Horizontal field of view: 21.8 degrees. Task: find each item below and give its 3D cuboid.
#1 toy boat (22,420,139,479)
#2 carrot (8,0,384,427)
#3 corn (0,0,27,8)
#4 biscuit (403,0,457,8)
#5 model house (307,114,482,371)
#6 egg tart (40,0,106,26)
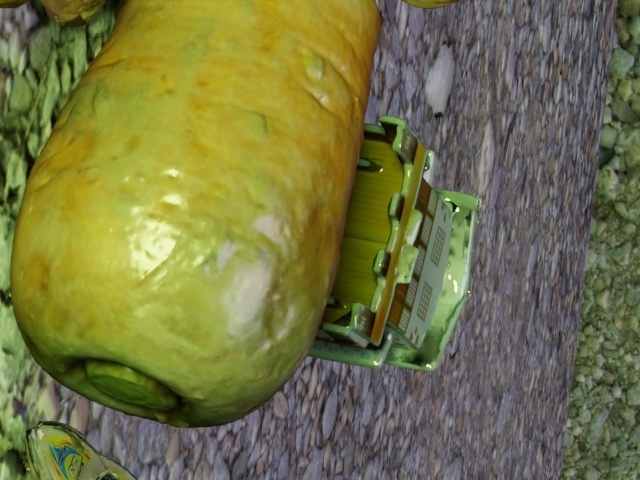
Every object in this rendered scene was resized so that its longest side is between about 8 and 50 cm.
[{"bbox_3d":[-0.181,0.188,1.240,0.210,0.066,0.084,69,35,-55],"label":"toy boat"},{"bbox_3d":[-0.081,-0.048,1.158,0.224,0.224,0.341,65,39,-59],"label":"carrot"},{"bbox_3d":[-0.230,-0.188,0.833,0.363,0.120,0.120,2,98,-75],"label":"corn"},{"bbox_3d":[0.024,-0.330,1.351,0.047,0.216,0.340,129,-44,-57],"label":"biscuit"},{"bbox_3d":[0.000,0.000,1.410,0.215,0.224,0.198,38,63,-68],"label":"model house"},{"bbox_3d":[-0.155,-0.207,1.129,0.129,0.049,0.129,11,90,-69],"label":"egg tart"}]
